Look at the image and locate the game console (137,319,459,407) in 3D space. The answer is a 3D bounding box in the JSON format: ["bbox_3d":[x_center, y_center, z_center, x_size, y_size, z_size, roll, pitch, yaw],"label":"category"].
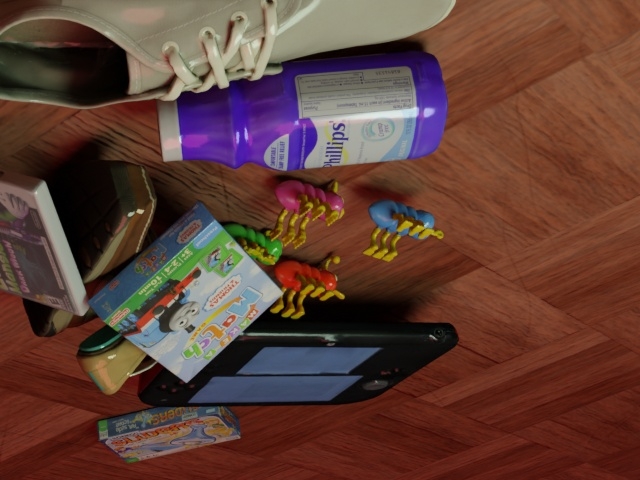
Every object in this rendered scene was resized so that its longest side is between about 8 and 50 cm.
[{"bbox_3d":[-0.043,0.178,1.727,0.386,0.060,0.342,2,162,-22],"label":"game console"}]

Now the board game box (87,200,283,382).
[{"bbox_3d":[-0.144,0.063,1.368,0.160,0.039,0.211,-43,150,-2],"label":"board game box"}]

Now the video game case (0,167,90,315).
[{"bbox_3d":[-0.335,-0.009,1.263,0.173,0.022,0.190,15,142,21],"label":"video game case"}]

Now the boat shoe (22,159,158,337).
[{"bbox_3d":[-0.244,0.005,1.372,0.119,0.123,0.324,-7,160,-32],"label":"boat shoe"}]

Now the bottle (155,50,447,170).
[{"bbox_3d":[-0.020,-0.124,1.215,0.282,0.092,0.118,-6,152,-8],"label":"bottle"}]

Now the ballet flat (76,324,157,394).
[{"bbox_3d":[-0.200,0.101,1.467,0.080,0.232,0.073,-1,119,43],"label":"ballet flat"}]

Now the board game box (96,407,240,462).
[{"bbox_3d":[-0.245,0.308,1.991,0.201,0.035,0.136,-14,152,7],"label":"board game box"}]

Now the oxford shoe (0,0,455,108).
[{"bbox_3d":[-0.097,-0.184,1.048,0.449,0.130,0.169,-5,150,-13],"label":"oxford shoe"}]

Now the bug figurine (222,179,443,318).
[{"bbox_3d":[0.000,0.000,1.470,0.216,0.072,0.279,20,145,-33],"label":"bug figurine"}]
